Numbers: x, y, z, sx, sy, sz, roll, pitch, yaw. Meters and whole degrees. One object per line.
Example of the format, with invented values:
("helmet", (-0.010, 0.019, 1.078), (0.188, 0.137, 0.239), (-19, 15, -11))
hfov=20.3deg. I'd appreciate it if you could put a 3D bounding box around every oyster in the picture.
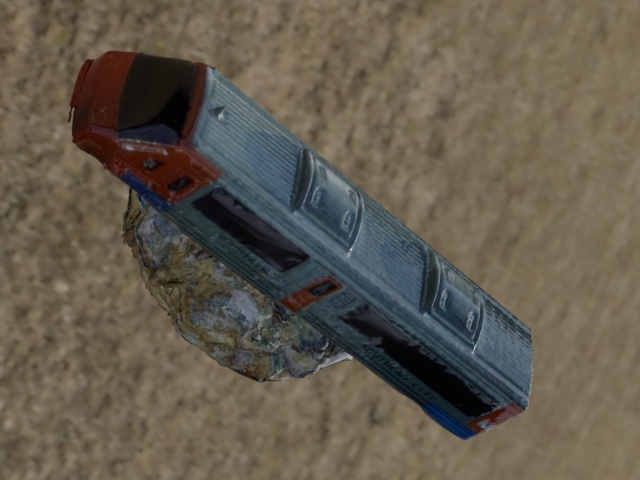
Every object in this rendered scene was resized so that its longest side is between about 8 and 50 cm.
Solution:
("oyster", (-0.059, 0.012, 1.622), (0.198, 0.259, 0.092), (-53, 169, -20))

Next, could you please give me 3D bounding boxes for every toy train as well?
("toy train", (0.000, 0.000, 1.256), (0.409, 0.089, 0.086), (39, 41, -31))
